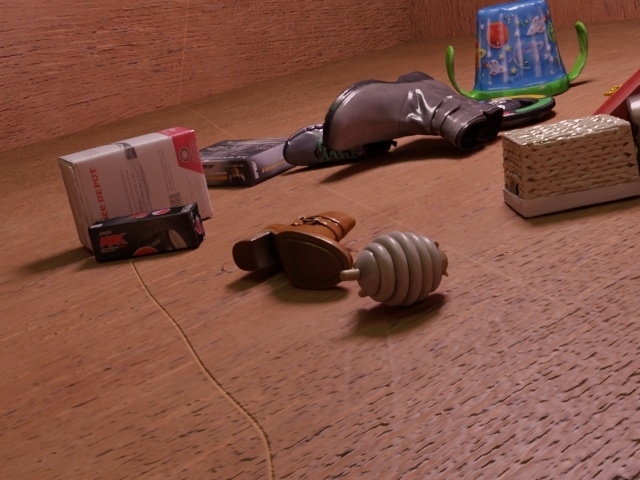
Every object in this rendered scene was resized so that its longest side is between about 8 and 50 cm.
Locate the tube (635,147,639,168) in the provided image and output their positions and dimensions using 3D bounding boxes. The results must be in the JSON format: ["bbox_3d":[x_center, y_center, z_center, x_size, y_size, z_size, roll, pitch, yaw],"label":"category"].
[{"bbox_3d":[0.413,-0.127,1.221,0.240,0.062,0.070,0,62,13],"label":"tube"}]

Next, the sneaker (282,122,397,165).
[{"bbox_3d":[0.039,-0.193,1.608,0.223,0.083,0.098,-15,23,-15],"label":"sneaker"}]

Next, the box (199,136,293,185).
[{"bbox_3d":[-0.175,-0.166,1.690,0.231,0.056,0.183,3,21,37],"label":"box"}]

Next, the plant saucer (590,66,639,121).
[{"bbox_3d":[0.524,-0.249,1.279,0.258,0.048,0.259,-46,-3,12],"label":"plant saucer"}]

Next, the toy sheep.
[{"bbox_3d":[0.081,0.032,0.867,0.132,0.091,0.091,-13,17,-24],"label":"toy sheep"}]

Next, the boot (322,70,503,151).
[{"bbox_3d":[0.184,-0.228,1.521,0.338,0.118,0.222,-30,47,-34],"label":"boot"}]

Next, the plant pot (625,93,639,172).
[{"bbox_3d":[0.510,-0.155,1.087,0.165,0.167,0.167,-12,16,20],"label":"plant pot"}]

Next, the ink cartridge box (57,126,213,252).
[{"bbox_3d":[-0.310,-0.089,1.353,0.217,0.159,0.092,-20,21,-29],"label":"ink cartridge box"}]

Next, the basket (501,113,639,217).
[{"bbox_3d":[0.341,-0.107,1.111,0.167,0.103,0.113,-12,16,0],"label":"basket"}]

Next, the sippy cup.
[{"bbox_3d":[0.476,-0.465,1.956,0.305,0.224,0.240,-22,21,-33],"label":"sippy cup"}]

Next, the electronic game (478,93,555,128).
[{"bbox_3d":[0.386,-0.281,1.724,0.229,0.048,0.229,-9,17,3],"label":"electronic game"}]

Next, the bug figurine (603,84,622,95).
[{"bbox_3d":[0.671,-0.275,1.495,0.279,0.072,0.216,-12,11,12],"label":"bug figurine"}]

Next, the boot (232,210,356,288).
[{"bbox_3d":[0.000,0.000,1.040,0.197,0.073,0.152,9,22,42],"label":"boot"}]

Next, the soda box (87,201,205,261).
[{"bbox_3d":[-0.270,-0.012,1.255,0.168,0.060,0.053,-9,16,8],"label":"soda box"}]
